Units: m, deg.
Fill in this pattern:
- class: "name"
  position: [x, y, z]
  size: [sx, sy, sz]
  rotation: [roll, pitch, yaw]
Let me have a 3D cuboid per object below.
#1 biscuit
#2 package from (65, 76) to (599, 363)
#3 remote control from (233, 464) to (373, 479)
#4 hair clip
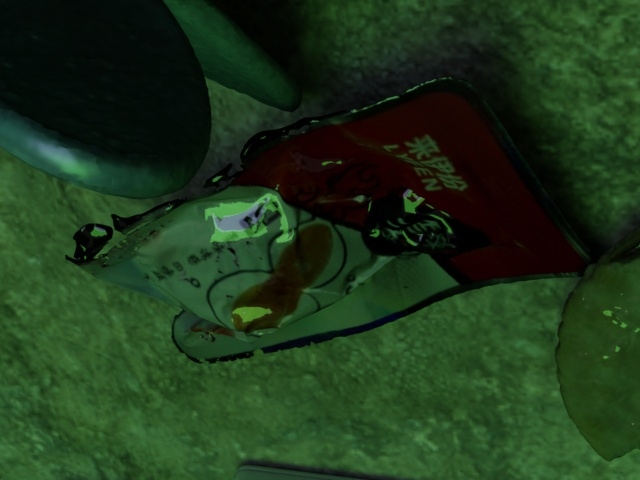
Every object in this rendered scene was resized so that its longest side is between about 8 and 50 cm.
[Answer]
- class: "biscuit"
  position: [0.218, 0.034, 0.920]
  size: [0.133, 0.032, 0.250]
  rotation: [41, 126, -20]
- class: "package"
  position: [0.000, 0.000, 0.934]
  size: [0.269, 0.071, 0.194]
  rotation: [-23, 147, 22]
- class: "remote control"
  position: [0.091, 0.217, 1.078]
  size: [0.313, 0.055, 0.109]
  rotation: [5, 124, 15]
- class: "hair clip"
  position: [-0.130, -0.205, 0.737]
  size: [0.318, 0.392, 0.238]
  rotation: [24, 102, 4]
